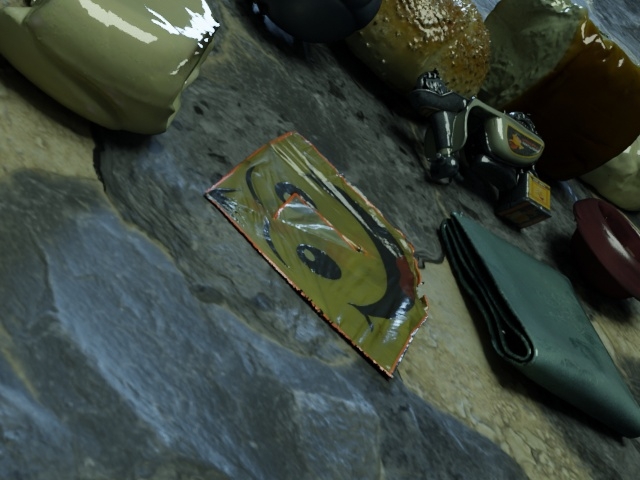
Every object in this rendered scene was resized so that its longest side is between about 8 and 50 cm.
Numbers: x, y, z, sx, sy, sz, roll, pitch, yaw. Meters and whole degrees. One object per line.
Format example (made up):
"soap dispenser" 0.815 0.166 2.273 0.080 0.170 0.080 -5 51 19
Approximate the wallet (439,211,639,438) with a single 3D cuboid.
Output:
"wallet" 0.283 0.105 1.704 0.251 0.054 0.290 31 24 -34

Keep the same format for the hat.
"hat" 0.429 0.026 1.991 0.205 0.089 0.205 40 24 -21

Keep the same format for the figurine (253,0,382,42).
"figurine" -0.010 -0.387 1.843 0.175 0.197 0.265 25 22 -31

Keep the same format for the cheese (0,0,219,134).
"cheese" -0.220 -0.224 1.371 0.233 0.127 0.266 35 25 -12

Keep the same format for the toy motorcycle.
"toy motorcycle" 0.220 -0.133 1.890 0.263 0.091 0.157 26 55 -34

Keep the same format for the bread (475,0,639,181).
"bread" 0.384 -0.245 2.143 0.279 0.250 0.225 28 27 -36

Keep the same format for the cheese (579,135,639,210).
"cheese" 0.507 -0.199 2.415 0.326 0.115 0.318 49 26 12

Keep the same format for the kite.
"kite" 0.001 -0.002 1.491 0.327 0.013 0.377 23 35 -37

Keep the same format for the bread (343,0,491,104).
"bread" 0.141 -0.324 2.005 0.305 0.159 0.305 40 23 -21
